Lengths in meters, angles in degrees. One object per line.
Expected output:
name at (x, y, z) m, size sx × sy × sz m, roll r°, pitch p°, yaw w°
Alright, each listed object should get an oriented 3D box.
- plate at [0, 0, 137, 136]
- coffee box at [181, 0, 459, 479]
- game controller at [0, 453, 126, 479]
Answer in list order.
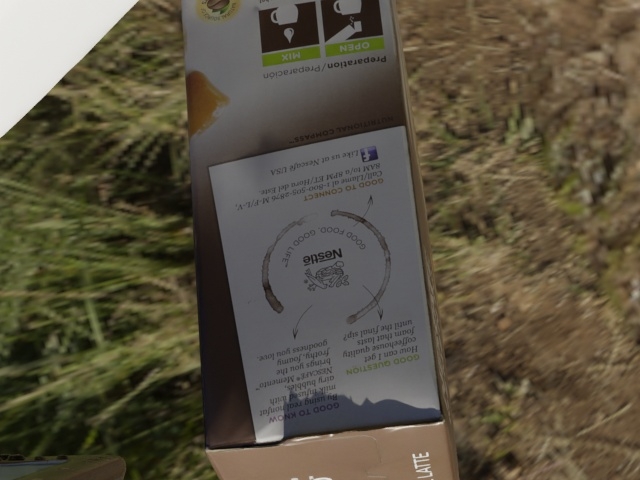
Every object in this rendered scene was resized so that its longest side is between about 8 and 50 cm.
plate at (-0.098, -0.201, 0.430) m, size 0.278 × 0.045 × 0.277 m, roll -40°, pitch 89°, yaw 20°
coffee box at (0.000, 0.000, 0.791) m, size 0.098 × 0.141 × 0.247 m, roll -8°, pitch 61°, yaw 5°
game controller at (-0.227, 0.161, 1.105) m, size 0.166 × 0.319 × 0.067 m, roll -12°, pitch 87°, yaw 4°
